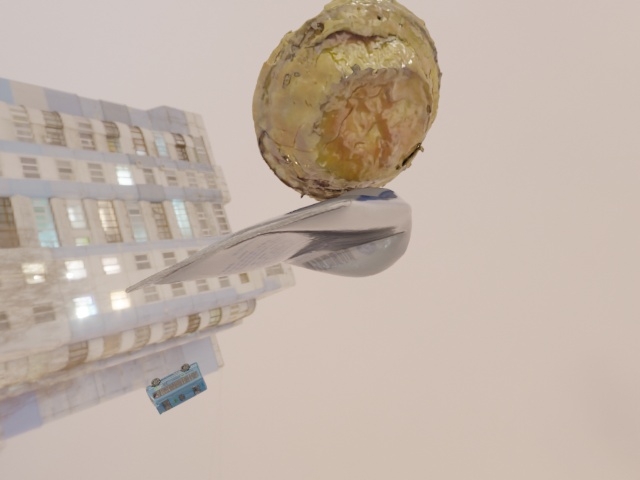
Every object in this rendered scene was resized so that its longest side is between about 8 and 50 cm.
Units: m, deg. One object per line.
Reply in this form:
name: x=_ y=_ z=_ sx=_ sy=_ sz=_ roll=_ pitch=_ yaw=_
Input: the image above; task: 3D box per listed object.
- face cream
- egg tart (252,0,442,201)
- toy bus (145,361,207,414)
face cream: x=0.000 y=0.000 z=0.556 sx=0.234 sy=0.420 sz=0.137 roll=-19 pitch=-94 yaw=24
egg tart: x=0.065 y=-0.202 z=0.718 sx=0.352 sy=0.351 sz=0.150 roll=-60 pitch=-146 yaw=22
toy bus: x=-0.219 y=0.226 z=0.673 sx=0.046 sy=0.083 sz=0.038 roll=44 pitch=-30 yaw=44
